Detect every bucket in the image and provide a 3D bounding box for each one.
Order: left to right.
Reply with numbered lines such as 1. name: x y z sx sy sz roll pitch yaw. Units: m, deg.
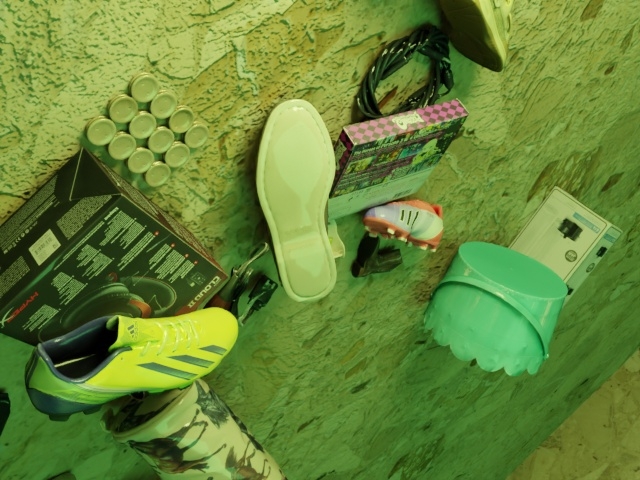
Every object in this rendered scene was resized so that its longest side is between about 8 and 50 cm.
1. bucket: 0.374 0.137 1.548 0.281 0.281 0.183 -4 121 -41

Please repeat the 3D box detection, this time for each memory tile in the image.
1. memory tile: -0.215 -0.138 0.924 0.113 0.012 0.148 -46 143 1

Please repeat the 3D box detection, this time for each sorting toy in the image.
1. sorting toy: 0.000 0.000 1.243 0.083 0.045 0.075 -16 128 -33

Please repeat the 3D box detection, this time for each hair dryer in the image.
1. hair dryer: -0.186 0.125 1.118 0.293 0.080 0.223 -49 164 -14

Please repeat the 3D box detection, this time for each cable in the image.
1. cable: 0.135 -0.247 1.125 0.184 0.047 0.151 -27 140 -21

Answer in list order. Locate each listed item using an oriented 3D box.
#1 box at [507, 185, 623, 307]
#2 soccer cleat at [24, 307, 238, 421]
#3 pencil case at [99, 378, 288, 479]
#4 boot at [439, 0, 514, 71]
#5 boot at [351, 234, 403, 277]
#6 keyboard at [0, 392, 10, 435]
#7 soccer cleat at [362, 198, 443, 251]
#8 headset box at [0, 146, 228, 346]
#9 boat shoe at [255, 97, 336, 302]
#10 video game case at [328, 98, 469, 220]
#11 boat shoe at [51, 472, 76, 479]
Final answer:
1. box: 0.531 0.042 1.684 0.087 0.169 0.290 15 115 -50
2. soccer cleat: -0.223 0.135 0.920 0.289 0.093 0.121 -16 136 -35
3. pencil case: -0.179 0.395 1.222 0.183 0.160 0.410 -34 112 0
4. boot: 0.270 -0.383 1.079 0.203 0.095 0.262 -60 154 -1
5. boot: 0.121 0.024 1.383 0.114 0.037 0.106 -7 138 -39
6. keyboard: -0.586 0.282 0.961 0.317 0.033 0.202 12 110 -48
7. soccer cleat: 0.153 -0.041 1.317 0.248 0.083 0.095 17 83 -54
8. headset box: -0.275 0.049 0.956 0.218 0.110 0.293 -44 148 -1
9. boat shoe: -0.038 -0.064 1.087 0.116 0.097 0.324 -13 121 -9
10. video game case: 0.102 -0.123 1.168 0.232 0.042 0.210 -19 156 -30
11. boat shoe: -0.469 0.436 1.209 0.137 0.049 0.043 -22 141 -34
